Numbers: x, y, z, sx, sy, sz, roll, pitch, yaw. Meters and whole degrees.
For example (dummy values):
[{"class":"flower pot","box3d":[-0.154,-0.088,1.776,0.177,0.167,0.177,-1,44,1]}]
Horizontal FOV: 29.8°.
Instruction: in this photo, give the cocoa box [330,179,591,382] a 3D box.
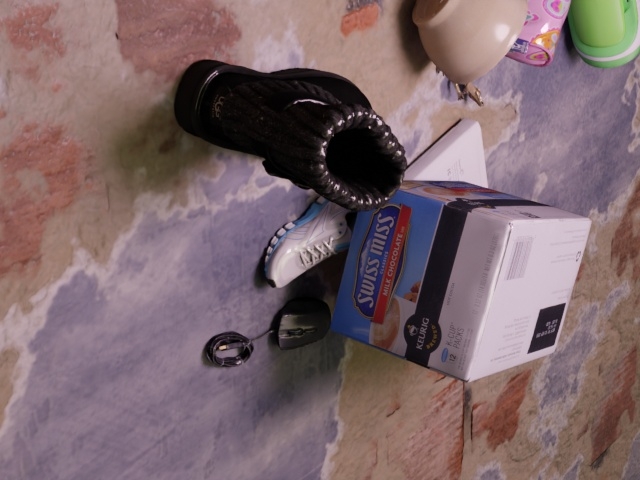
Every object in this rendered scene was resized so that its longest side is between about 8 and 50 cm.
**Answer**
[{"class":"cocoa box","box3d":[0.210,0.046,1.751,0.347,0.228,0.231,-4,110,-60]}]

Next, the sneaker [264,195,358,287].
[{"class":"sneaker","box3d":[0.000,0.000,1.684,0.190,0.083,0.071,-47,140,-24]}]

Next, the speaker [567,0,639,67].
[{"class":"speaker","box3d":[0.469,-0.435,2.020,0.131,0.131,0.296,-50,140,-24]}]

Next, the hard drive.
[{"class":"hard drive","box3d":[0.162,-0.030,1.909,0.307,0.040,0.203,-42,136,-31]}]

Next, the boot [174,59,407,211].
[{"class":"boot","box3d":[0.018,-0.128,1.490,0.348,0.260,0.131,-4,111,-50]}]

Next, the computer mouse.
[{"class":"computer mouse","box3d":[-0.064,0.134,1.705,0.242,0.041,0.071,-18,122,-46]}]

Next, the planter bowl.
[{"class":"planter bowl","box3d":[0.202,-0.322,1.735,0.109,0.162,0.162,33,80,-26]}]

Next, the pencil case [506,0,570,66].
[{"class":"pencil case","box3d":[0.332,-0.409,1.841,0.124,0.124,0.284,22,83,-54]}]

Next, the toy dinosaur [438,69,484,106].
[{"class":"toy dinosaur","box3d":[0.222,-0.285,1.863,0.092,0.053,0.183,-50,141,-51]}]
